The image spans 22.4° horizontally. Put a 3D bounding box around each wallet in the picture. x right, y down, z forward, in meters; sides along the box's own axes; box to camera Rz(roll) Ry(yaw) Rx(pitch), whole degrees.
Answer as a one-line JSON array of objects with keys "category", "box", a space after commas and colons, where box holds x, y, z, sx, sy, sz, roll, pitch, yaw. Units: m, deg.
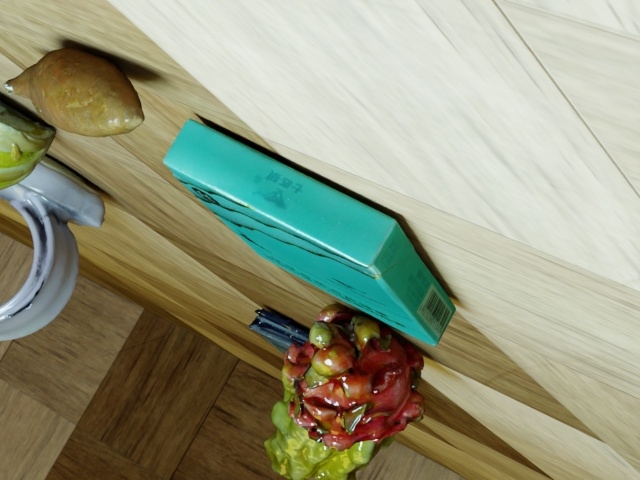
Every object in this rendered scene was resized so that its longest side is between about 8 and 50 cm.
[{"category": "wallet", "box": [0.021, 0.160, 2.111, 0.222, 0.036, 0.167, 26, 171, 24]}]

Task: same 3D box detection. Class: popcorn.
[{"category": "popcorn", "box": [0.019, 0.211, 1.931, 0.156, 0.197, 0.197, 28, 173, -5]}]

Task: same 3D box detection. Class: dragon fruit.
[{"category": "dragon fruit", "box": [0.027, 0.129, 1.571, 0.133, 0.150, 0.207, -3, 155, 15]}]

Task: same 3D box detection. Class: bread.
[{"category": "bread", "box": [-0.305, -0.087, 1.515, 0.083, 0.094, 0.157, 35, 164, -9]}]

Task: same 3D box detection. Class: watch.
[{"category": "watch", "box": [-0.388, -0.014, 1.806, 0.248, 0.217, 0.211, 28, 172, 12]}]

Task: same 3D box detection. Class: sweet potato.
[{"category": "sweet potato", "box": [-0.158, -0.097, 1.044, 0.055, 0.058, 0.202, -13, -165, -21]}]

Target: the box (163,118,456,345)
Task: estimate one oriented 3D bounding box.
[{"category": "box", "box": [0.000, 0.000, 1.110, 0.161, 0.042, 0.226, 26, 172, 21]}]
